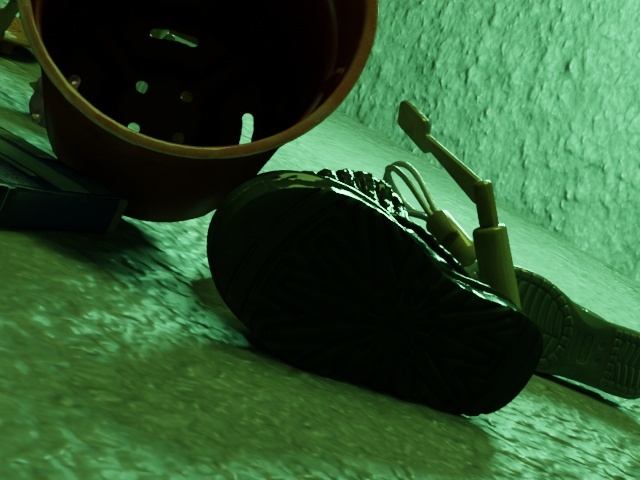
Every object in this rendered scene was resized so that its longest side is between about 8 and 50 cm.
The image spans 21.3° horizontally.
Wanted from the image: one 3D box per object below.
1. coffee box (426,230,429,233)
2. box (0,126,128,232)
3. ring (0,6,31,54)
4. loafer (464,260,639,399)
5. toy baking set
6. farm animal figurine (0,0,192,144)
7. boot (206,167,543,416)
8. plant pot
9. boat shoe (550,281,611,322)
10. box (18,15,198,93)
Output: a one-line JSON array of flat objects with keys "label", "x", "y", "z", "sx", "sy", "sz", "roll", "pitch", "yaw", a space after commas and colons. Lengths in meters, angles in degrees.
[{"label": "coffee box", "x": 0.063, "y": -0.017, "z": 2.022, "sx": 0.184, "sy": 0.040, "sz": 0.113, "roll": 29, "pitch": 9, "yaw": 20}, {"label": "box", "x": -0.253, "y": -0.053, "z": 1.280, "sx": 0.136, "sy": 0.036, "sz": 0.225, "roll": 29, "pitch": 7, "yaw": 19}, {"label": "ring", "x": -0.497, "y": -0.307, "z": 2.113, "sx": 0.336, "sy": 0.032, "sz": 0.336, "roll": 26, "pitch": 7, "yaw": -4}, {"label": "loafer", "x": 0.230, "y": 0.094, "z": 1.749, "sx": 0.251, "sy": 0.094, "sz": 0.087, "roll": 28, "pitch": -5, "yaw": -21}, {"label": "toy baking set", "x": 0.111, "y": 0.006, "z": 1.506, "sx": 0.030, "sy": 0.256, "sz": 0.197, "roll": -15, "pitch": 13, "yaw": -25}, {"label": "farm animal figurine", "x": -0.258, "y": -0.207, "z": 1.713, "sx": 0.330, "sy": 0.172, "sz": 0.326, "roll": 21, "pitch": 52, "yaw": -35}, {"label": "boot", "x": -0.002, "y": 0.004, "z": 1.362, "sx": 0.348, "sy": 0.131, "sz": 0.260, "roll": 34, "pitch": 9, "yaw": -42}, {"label": "plant pot", "x": -0.117, "y": -0.149, "z": 1.381, "sx": 0.272, "sy": 0.272, "sz": 0.265, "roll": 26, "pitch": -21, "yaw": -4}, {"label": "boat shoe", "x": 0.235, "y": 0.076, "z": 1.872, "sx": 0.190, "sy": 0.072, "sz": 0.068, "roll": 23, "pitch": 9, "yaw": -21}, {"label": "box", "x": -0.248, "y": -0.263, "z": 2.249, "sx": 0.191, "sy": 0.143, "sz": 0.381, "roll": 21, "pitch": 8, "yaw": -31}]
